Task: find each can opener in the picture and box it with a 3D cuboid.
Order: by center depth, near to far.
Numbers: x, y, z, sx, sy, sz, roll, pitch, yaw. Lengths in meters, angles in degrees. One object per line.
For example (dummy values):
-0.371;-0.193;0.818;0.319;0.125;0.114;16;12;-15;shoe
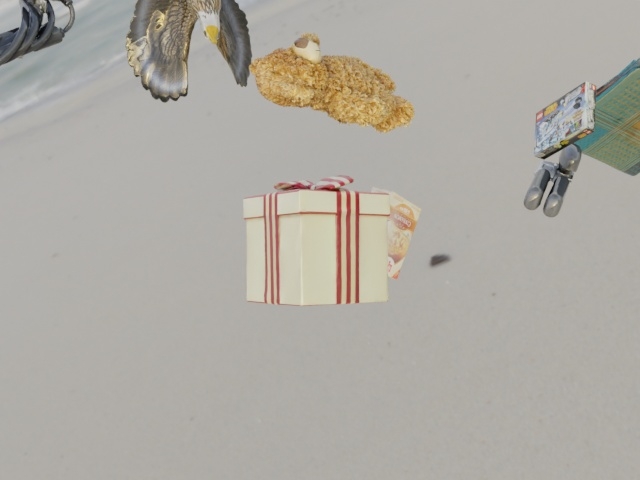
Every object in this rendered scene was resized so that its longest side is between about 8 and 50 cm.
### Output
0.458;-0.131;1.509;0.076;0.095;0.283;23;25;14;can opener

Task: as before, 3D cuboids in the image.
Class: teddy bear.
0.038;-0.298;1.431;0.113;0.338;0.245;-49;35;36;teddy bear

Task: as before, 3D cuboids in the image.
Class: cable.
-0.324;-0.212;0.686;0.150;0.184;0.047;-48;-12;-28;cable

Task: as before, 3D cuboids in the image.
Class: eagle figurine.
-0.214;-0.407;1.370;0.298;0.226;0.225;118;173;-55;eagle figurine

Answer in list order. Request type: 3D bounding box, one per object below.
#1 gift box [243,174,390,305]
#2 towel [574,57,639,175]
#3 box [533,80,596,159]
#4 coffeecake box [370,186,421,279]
0.000;0.000;1.611;0.276;0.258;0.255;-1;0;-39;gift box
0.737;-0.277;1.811;0.271;0.370;0.040;-39;49;40;towel
0.440;-0.214;1.390;0.137;0.027;0.094;146;136;-62;box
0.154;-0.015;1.843;0.068;0.142;0.186;17;86;37;coffeecake box
